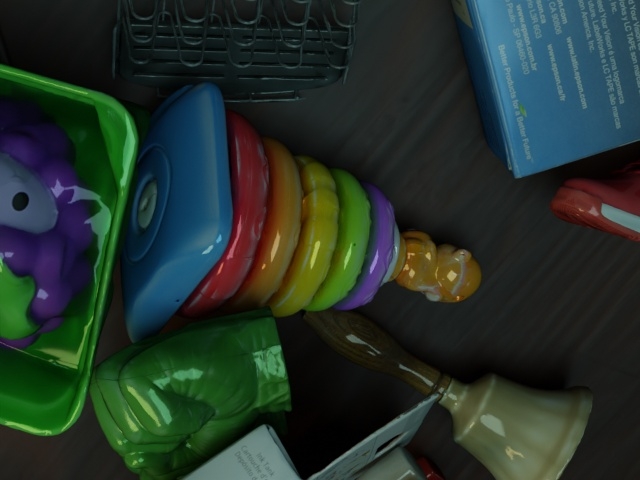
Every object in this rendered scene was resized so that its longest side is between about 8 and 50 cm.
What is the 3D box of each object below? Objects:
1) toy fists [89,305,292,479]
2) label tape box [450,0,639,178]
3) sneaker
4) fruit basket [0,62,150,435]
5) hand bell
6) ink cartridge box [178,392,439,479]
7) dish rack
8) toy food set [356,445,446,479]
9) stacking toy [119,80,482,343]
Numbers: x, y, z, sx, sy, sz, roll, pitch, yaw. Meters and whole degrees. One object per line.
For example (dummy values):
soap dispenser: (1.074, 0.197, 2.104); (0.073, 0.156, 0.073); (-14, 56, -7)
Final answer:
toy fists: (-0.098, 0.129, 1.176); (0.142, 0.279, 0.096); (-13, 77, -5)
label tape box: (0.267, -0.217, 1.175); (0.334, 0.106, 0.240); (-17, 111, -1)
sneaker: (0.270, -0.063, 1.219); (0.221, 0.087, 0.128); (7, 99, -48)
fruit basket: (-0.319, -0.002, 1.008); (0.392, 0.392, 0.283); (11, 107, -10)
hand bell: (0.093, 0.117, 1.283); (0.242, 0.126, 0.126); (31, 103, -3)
ink cartridge box: (-0.032, 0.186, 1.198); (0.239, 0.275, 0.060); (-34, 79, -10)
dish rack: (-0.055, -0.184, 1.105); (0.208, 0.074, 0.271); (1, 142, -9)
toy food set: (0.075, 0.255, 1.293); (0.104, 0.111, 0.232); (-38, 150, 7)
stacking toy: (0.000, 0.000, 1.206); (0.302, 0.166, 0.175); (12, 142, -25)
